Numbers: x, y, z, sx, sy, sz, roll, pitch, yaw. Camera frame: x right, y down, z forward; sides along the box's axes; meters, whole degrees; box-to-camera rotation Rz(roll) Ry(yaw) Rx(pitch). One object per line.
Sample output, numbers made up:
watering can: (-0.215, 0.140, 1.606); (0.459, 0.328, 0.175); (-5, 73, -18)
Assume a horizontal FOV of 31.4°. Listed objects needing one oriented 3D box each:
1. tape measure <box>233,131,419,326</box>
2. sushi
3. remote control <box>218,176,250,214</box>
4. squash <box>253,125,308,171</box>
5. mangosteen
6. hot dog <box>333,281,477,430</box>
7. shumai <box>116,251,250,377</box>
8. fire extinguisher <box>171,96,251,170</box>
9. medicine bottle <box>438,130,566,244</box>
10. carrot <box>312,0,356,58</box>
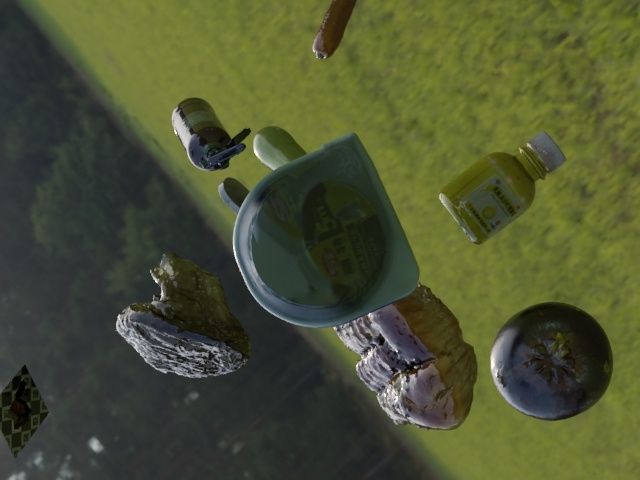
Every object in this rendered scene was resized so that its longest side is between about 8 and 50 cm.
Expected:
tape measure: (0.002, -0.001, 1.706); (0.138, 0.262, 0.259); (111, 135, -80)
sushi: (-0.558, 0.311, 2.083); (0.026, 0.120, 0.126); (0, 125, 25)
remote control: (-0.129, -0.045, 2.502); (0.245, 0.022, 0.077); (44, -148, -16)
squash: (-0.049, -0.148, 2.252); (0.250, 0.083, 0.083); (42, 173, 39)
mangosteen: (0.374, 0.196, 1.835); (0.192, 0.192, 0.217); (47, -176, 17)
hot dog: (0.197, 0.257, 2.516); (0.367, 0.196, 0.365); (63, 157, -6)
shumai: (-0.134, 0.090, 1.206); (0.139, 0.105, 0.123); (28, 156, 26)
fire extinguisher: (-0.164, -0.162, 1.724); (0.071, 0.099, 0.231); (54, 179, -27)
medicine bottle: (0.319, -0.098, 1.966); (0.122, 0.212, 0.122); (51, -173, -9)
carrot: (0.046, -0.409, 1.883); (0.043, 0.248, 0.043); (22, 169, 4)
